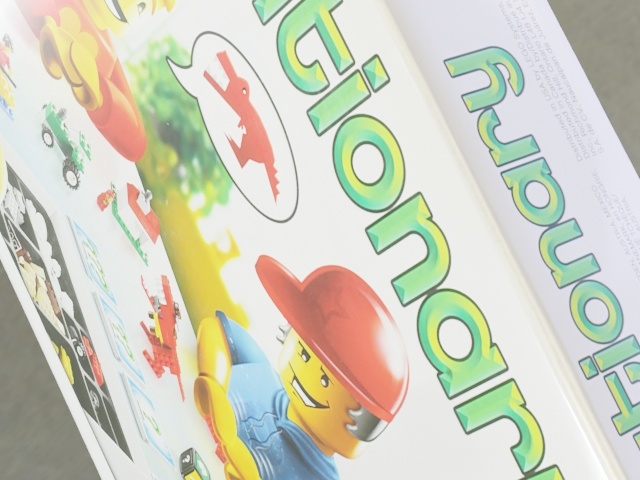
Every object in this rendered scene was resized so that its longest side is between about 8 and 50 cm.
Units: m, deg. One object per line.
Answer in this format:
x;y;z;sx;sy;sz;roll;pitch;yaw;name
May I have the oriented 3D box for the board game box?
-0.015;-0.012;0.430;0.053;0.193;0.305;-20;80;-38;board game box
